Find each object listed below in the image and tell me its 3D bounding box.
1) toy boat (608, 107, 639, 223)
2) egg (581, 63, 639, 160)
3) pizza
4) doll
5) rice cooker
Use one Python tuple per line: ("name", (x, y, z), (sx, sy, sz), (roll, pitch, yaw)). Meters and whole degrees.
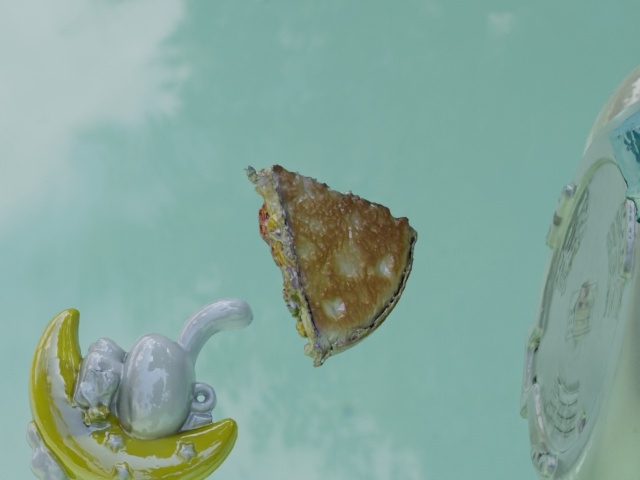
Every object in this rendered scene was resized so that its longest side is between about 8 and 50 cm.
("toy boat", (0.169, -0.022, 0.571), (0.088, 0.102, 0.215), (-34, 0, 2))
("egg", (0.401, -0.088, 1.625), (0.201, 0.337, 0.337), (22, 8, -45))
("pizza", (0.011, 0.009, 0.730), (0.099, 0.100, 0.029), (-8, -14, -45))
("doll", (-0.201, 0.176, 1.632), (0.237, 0.111, 0.252), (5, 71, -1))
("rice cooker", (0.277, 0.066, 0.884), (0.277, 0.288, 0.288), (12, 33, -4))
